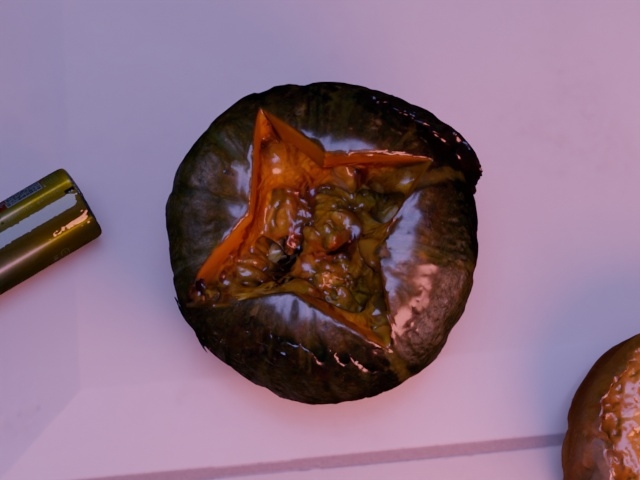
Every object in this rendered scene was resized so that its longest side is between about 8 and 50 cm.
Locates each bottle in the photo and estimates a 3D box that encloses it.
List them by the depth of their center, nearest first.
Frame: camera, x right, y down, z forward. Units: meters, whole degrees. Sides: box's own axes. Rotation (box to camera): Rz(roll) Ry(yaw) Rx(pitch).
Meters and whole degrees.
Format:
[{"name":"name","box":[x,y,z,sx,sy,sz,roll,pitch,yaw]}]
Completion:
[{"name":"bottle","box":[-0.361,0.032,1.617,0.286,0.082,0.082,-31,73,-11]}]

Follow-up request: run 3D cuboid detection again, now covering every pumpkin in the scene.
[{"name":"pumpkin","box":[0.000,0.000,1.560,0.321,0.192,0.320,-1,82,4]}]

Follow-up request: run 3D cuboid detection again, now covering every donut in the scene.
[{"name":"donut","box":[0.389,0.216,1.523,0.317,0.150,0.299,3,73,0]}]
